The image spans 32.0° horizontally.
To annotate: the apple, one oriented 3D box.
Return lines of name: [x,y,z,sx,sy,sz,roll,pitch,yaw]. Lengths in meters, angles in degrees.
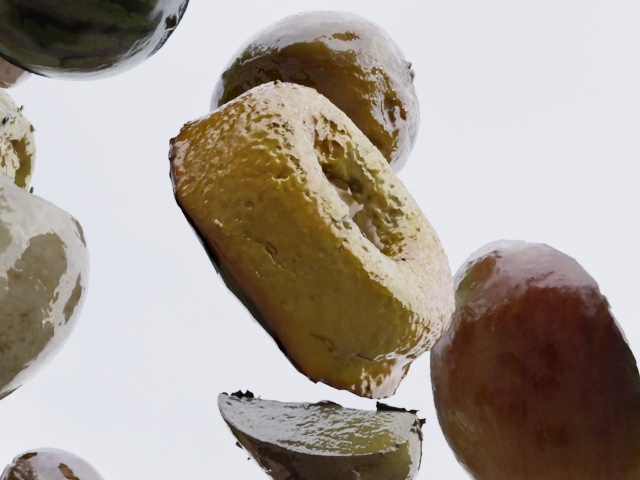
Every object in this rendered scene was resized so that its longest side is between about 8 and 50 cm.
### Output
apple: [0.255,0.163,1.326,0.254,0.179,0.346,-17,-95,21]

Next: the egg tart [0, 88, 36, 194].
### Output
egg tart: [-0.461,-0.080,1.434,0.132,0.345,0.345,14,-45,5]

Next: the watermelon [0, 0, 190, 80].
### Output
watermelon: [-0.210,-0.239,0.955,0.212,0.212,0.212,7,-45,7]

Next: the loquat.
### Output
loquat: [-0.003,-0.185,1.564,0.284,0.276,0.276,-17,-53,29]

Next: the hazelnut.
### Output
hazelnut: [-0.269,0.286,1.156,0.150,0.150,0.150,7,-45,7]

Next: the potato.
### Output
potato: [-0.007,0.187,0.891,0.172,0.089,0.100,7,-59,6]

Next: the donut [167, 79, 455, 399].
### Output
donut: [-0.001,-0.002,0.820,0.118,0.253,0.253,-33,-60,19]

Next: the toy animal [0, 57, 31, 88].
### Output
toy animal: [-0.382,-0.215,1.070,0.212,0.124,0.124,3,-41,-21]

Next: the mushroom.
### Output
mushroom: [-0.317,0.050,0.849,0.254,0.189,0.195,19,-42,-7]
